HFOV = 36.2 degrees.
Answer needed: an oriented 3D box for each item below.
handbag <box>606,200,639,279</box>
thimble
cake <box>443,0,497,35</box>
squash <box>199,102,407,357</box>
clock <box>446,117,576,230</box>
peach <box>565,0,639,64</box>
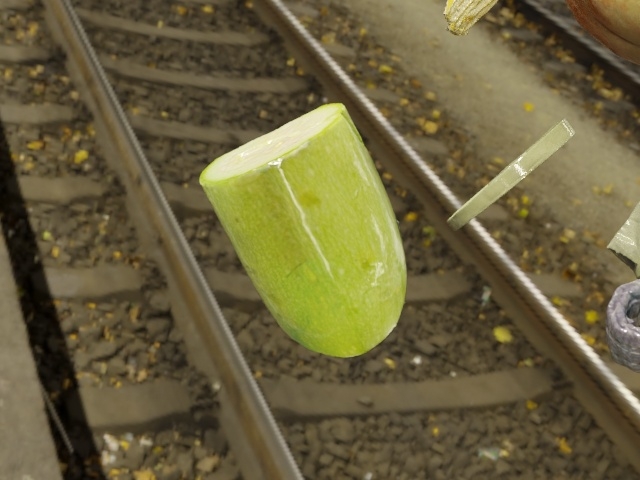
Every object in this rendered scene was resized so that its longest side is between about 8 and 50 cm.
[{"bbox_3d":[0.711,0.010,1.823,0.316,0.253,0.109,47,12,35],"label":"handbag"},{"bbox_3d":[0.529,0.136,1.553,0.150,0.097,0.150,-8,40,6],"label":"thimble"},{"bbox_3d":[0.248,-0.421,1.580,0.080,0.185,0.116,40,8,-38],"label":"cake"},{"bbox_3d":[0.000,0.000,1.386,0.234,0.309,0.210,-27,18,3],"label":"squash"},{"bbox_3d":[0.285,-0.099,1.478,0.029,0.235,0.235,50,35,3],"label":"clock"},{"bbox_3d":[0.300,-0.267,0.839,0.233,0.232,0.232,14,30,-8],"label":"peach"}]
